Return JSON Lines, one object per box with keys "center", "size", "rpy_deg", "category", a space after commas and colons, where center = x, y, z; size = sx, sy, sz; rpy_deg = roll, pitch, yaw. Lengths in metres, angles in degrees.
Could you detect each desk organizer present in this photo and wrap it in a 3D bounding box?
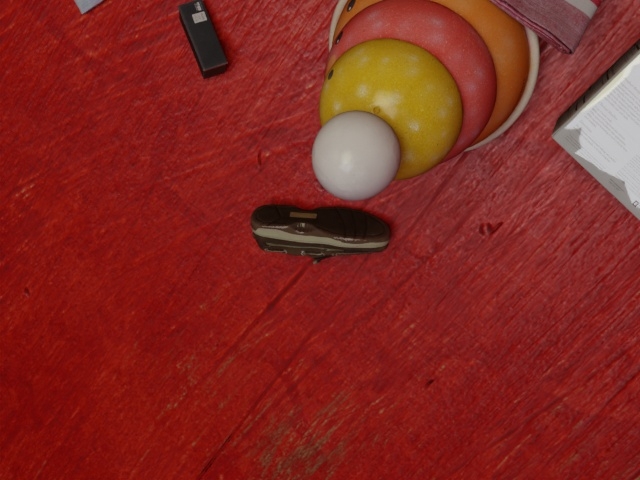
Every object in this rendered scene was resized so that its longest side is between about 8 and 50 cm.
{"center": [-0.213, -0.361, 1.594], "size": [0.047, 0.050, 0.130], "rpy_deg": [-21, 83, -11], "category": "desk organizer"}

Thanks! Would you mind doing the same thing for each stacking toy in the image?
{"center": [0.111, -0.207, 1.287], "size": [0.351, 0.480, 0.350], "rpy_deg": [11, 123, 17], "category": "stacking toy"}

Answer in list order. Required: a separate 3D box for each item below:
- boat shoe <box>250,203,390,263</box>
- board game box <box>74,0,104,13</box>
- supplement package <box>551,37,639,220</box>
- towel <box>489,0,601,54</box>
{"center": [0.002, -0.005, 1.625], "size": [0.257, 0.095, 0.095], "rpy_deg": [9, 132, 13], "category": "boat shoe"}
{"center": [-0.428, -0.482, 1.642], "size": [0.090, 0.020, 0.090], "rpy_deg": [-26, 96, 22], "category": "board game box"}
{"center": [0.519, -0.198, 1.336], "size": [0.199, 0.198, 0.262], "rpy_deg": [44, 113, 2], "category": "supplement package"}
{"center": [0.356, -0.472, 1.291], "size": [0.237, 0.037, 0.329], "rpy_deg": [30, 89, -15], "category": "towel"}
